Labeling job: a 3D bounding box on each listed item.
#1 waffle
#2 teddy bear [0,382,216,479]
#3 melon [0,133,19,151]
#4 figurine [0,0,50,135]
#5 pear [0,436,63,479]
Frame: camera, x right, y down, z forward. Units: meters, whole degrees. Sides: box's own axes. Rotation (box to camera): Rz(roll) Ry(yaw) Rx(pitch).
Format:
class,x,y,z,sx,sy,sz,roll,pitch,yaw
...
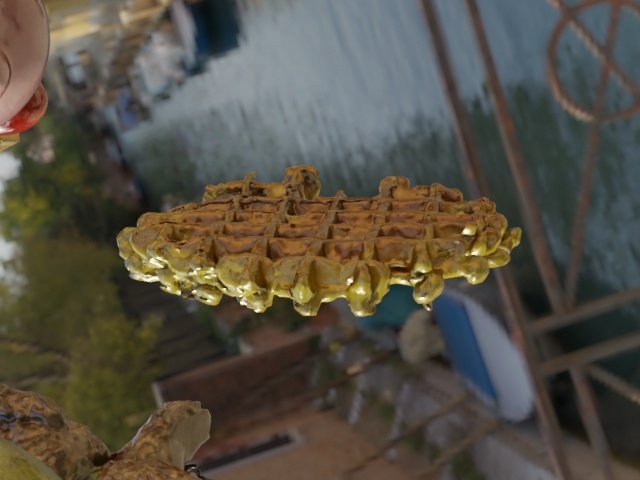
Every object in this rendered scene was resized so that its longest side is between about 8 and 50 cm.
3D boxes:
class,x,y,z,sx,sy,sz,roll,pitch,yaw
waffle,0.000,0.000,0.985,0.231,0.228,0.051,21,116,53
teddy bear,-0.141,0.248,1.269,0.222,0.296,0.246,26,94,46
melon,-0.413,-0.099,1.655,0.093,0.202,0.139,44,122,23
figurine,-0.298,-0.164,1.216,0.173,0.173,0.173,162,90,-81
pear,-0.227,0.222,0.825,0.307,0.253,0.253,18,134,37
